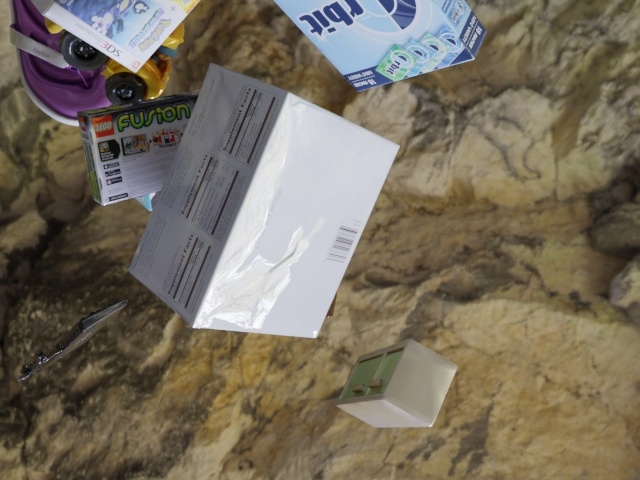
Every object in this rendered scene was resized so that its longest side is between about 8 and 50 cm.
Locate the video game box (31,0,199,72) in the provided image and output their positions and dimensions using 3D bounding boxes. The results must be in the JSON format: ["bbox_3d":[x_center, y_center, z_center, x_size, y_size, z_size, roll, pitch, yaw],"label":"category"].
[{"bbox_3d":[-0.257,-0.351,0.959,0.048,0.205,0.187,50,-168,23],"label":"video game box"}]

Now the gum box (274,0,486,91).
[{"bbox_3d":[0.038,-0.227,0.649,0.184,0.157,0.041,41,-116,-32],"label":"gum box"}]

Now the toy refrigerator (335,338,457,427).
[{"bbox_3d":[0.111,0.236,1.133,0.094,0.269,0.102,30,-109,-5],"label":"toy refrigerator"}]

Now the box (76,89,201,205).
[{"bbox_3d":[-0.195,-0.126,0.895,0.207,0.114,0.036,-18,-154,-33],"label":"box"}]

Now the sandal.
[{"bbox_3d":[-0.517,-0.392,1.337,0.169,0.102,0.416,-25,-111,-14],"label":"sandal"}]

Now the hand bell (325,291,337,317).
[{"bbox_3d":[0.000,0.000,1.067,0.126,0.242,0.126,-6,-166,2],"label":"hand bell"}]

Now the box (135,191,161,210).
[{"bbox_3d":[-0.206,-0.161,1.121,0.060,0.100,0.244,40,-117,11],"label":"box"}]

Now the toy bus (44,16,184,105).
[{"bbox_3d":[-0.297,-0.348,1.139,0.220,0.211,0.149,47,-162,-40],"label":"toy bus"}]

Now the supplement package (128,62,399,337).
[{"bbox_3d":[-0.064,-0.038,0.822,0.145,0.262,0.204,31,-170,40],"label":"supplement package"}]

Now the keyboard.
[{"bbox_3d":[-0.538,0.214,1.481,0.201,0.317,0.033,-36,-90,-41],"label":"keyboard"}]
